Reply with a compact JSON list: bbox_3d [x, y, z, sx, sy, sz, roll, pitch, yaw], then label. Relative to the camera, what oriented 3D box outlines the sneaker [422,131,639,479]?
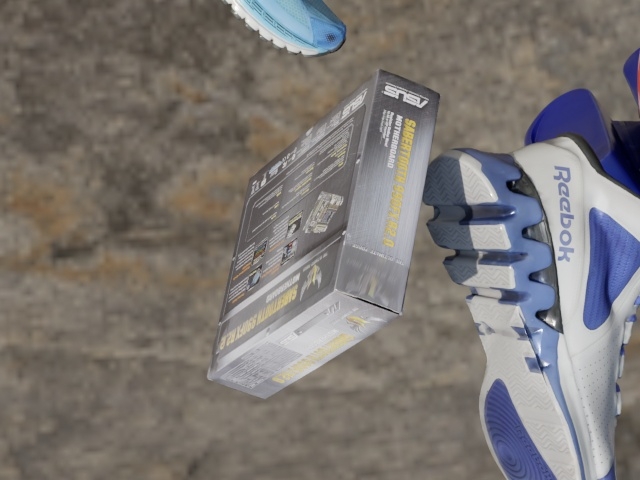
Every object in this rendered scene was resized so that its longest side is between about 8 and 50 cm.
[{"bbox_3d":[0.210,0.052,1.490,0.182,0.315,0.127,-23,-163,-25],"label":"sneaker"}]

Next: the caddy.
[{"bbox_3d":[0.360,-0.075,2.038,0.241,0.341,0.179,-30,107,13],"label":"caddy"}]

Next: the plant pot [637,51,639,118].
[{"bbox_3d":[0.359,-0.131,1.528,0.174,0.191,0.191,3,162,36],"label":"plant pot"}]

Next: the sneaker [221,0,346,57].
[{"bbox_3d":[-0.034,-0.173,1.063,0.073,0.063,0.162,-36,104,14],"label":"sneaker"}]

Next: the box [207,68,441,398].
[{"bbox_3d":[0.000,0.000,1.426,0.056,0.183,0.231,20,152,-19],"label":"box"}]
